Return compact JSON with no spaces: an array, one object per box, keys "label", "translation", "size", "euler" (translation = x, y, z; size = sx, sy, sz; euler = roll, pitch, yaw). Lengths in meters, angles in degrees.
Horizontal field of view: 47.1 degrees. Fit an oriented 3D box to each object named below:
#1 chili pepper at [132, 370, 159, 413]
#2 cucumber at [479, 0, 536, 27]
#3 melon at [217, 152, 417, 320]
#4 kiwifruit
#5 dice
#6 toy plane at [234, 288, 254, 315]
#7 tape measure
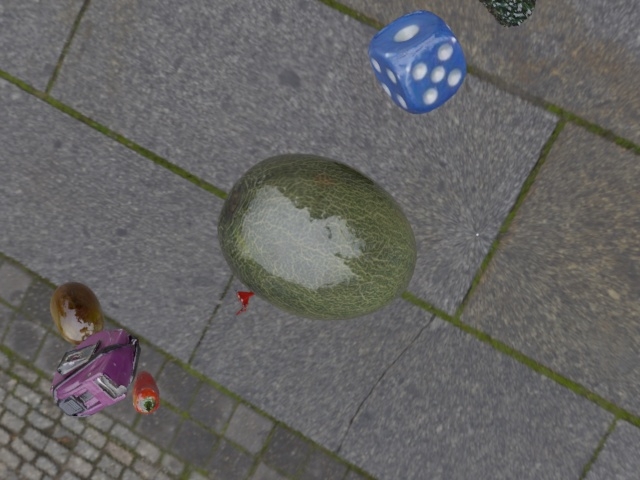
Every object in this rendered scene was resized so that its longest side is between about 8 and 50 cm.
[{"label":"chili pepper","translation":[-0.329,0.288,1.381],"size":[0.050,0.191,0.059],"euler":[-2,102,-17]},{"label":"cucumber","translation":[0.288,-0.554,1.411],"size":[0.096,0.359,0.096],"euler":[-29,45,33]},{"label":"melon","translation":[0.000,0.000,1.089],"size":[0.301,0.237,0.238],"euler":[23,96,-27]},{"label":"kiwifruit","translation":[-0.386,0.114,1.164],"size":[0.075,0.075,0.124],"euler":[-49,43,8]},{"label":"dice","translation":[0.183,-0.342,1.405],"size":[0.143,0.146,0.146],"euler":[-36,41,-2]},{"label":"toy plane","translation":[-0.092,0.080,1.370],"size":[0.194,0.126,0.077],"euler":[-32,79,-25]},{"label":"tape measure","translation":[-0.304,0.177,1.003],"size":[0.125,0.118,0.074],"euler":[-28,117,17]}]
